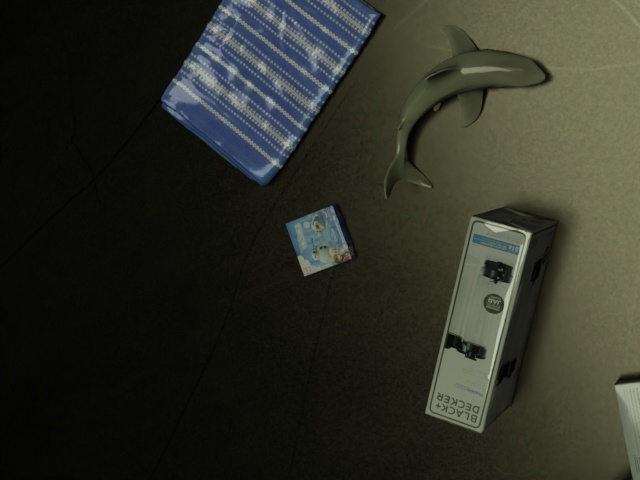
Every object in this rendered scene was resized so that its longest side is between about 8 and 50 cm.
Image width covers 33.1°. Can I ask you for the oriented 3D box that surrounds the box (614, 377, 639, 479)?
[{"bbox_3d":[0.512,0.254,1.480,0.186,0.038,0.145,-10,91,24],"label":"box"}]

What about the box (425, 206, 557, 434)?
[{"bbox_3d":[0.242,0.107,1.515,0.087,0.169,0.289,16,104,22],"label":"box"}]

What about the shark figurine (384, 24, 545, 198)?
[{"bbox_3d":[0.161,-0.201,1.546,0.278,0.116,0.166,-43,77,21],"label":"shark figurine"}]

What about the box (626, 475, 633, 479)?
[{"bbox_3d":[0.488,0.539,1.473,0.381,0.143,0.191,46,112,11],"label":"box"}]

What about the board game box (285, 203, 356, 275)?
[{"bbox_3d":[0.000,0.000,1.694,0.090,0.020,0.090,-22,87,27],"label":"board game box"}]

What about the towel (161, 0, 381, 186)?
[{"bbox_3d":[-0.089,-0.282,1.690,0.243,0.040,0.336,40,110,14],"label":"towel"}]
